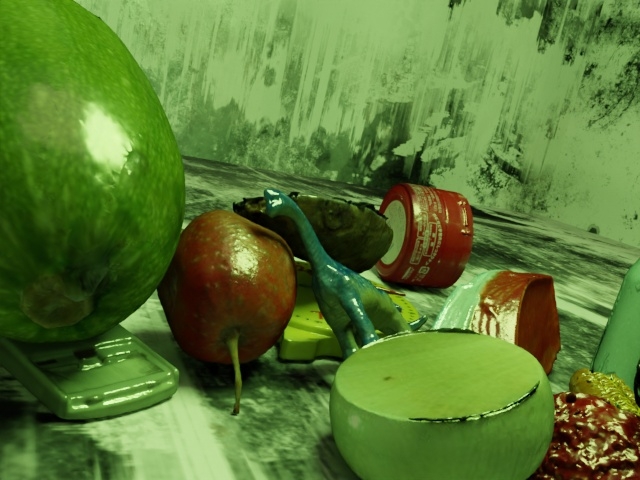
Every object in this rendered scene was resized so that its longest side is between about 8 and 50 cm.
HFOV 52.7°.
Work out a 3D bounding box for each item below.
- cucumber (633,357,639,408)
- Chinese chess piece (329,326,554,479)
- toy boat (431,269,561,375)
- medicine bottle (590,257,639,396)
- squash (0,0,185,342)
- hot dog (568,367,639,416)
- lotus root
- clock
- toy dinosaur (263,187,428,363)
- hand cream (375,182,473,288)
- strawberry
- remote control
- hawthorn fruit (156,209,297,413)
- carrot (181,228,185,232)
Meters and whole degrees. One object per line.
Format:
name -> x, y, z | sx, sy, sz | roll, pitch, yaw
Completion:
cucumber -> 0.365, 0.164, 0.498 | 0.245, 0.067, 0.067 | 26, 17, 33
Chinese chess piece -> 0.101, 0.143, 0.556 | 0.189, 0.083, 0.188 | -5, 14, 1
toy boat -> 0.204, 0.110, 0.798 | 0.133, 0.145, 0.332 | -7, -1, 27
medicine bottle -> 0.525, 0.085, 0.854 | 0.245, 0.289, 0.245 | 12, 11, -2
squash -> -0.238, -0.060, 0.574 | 0.310, 0.310, 0.309 | 3, 19, -39
hot dog -> 0.337, 0.193, 0.744 | 0.071, 0.045, 0.165 | 15, 11, 3
lotus root -> 0.000, 0.000, 0.837 | 0.167, 0.078, 0.329 | -6, -10, 22
clock -> 0.003, 0.077, 0.888 | 0.277, 0.071, 0.293 | 5, 14, -34
toy dinosaur -> 0.035, 0.041, 0.724 | 0.075, 0.188, 0.248 | -28, -18, 29
hand cream -> 0.185, -0.008, 1.203 | 0.126, 0.193, 0.193 | 10, 12, -17
strawberry -> 0.254, 0.193, 0.570 | 0.141, 0.085, 0.192 | 13, 13, -9
remote control -> -0.264, 0.093, 0.631 | 0.285, 0.038, 0.123 | 23, 17, 36
hawthorn fruit -> -0.093, 0.063, 0.656 | 0.163, 0.162, 0.203 | 9, 20, -15
carrot -> -0.263, -0.005, 1.030 | 0.343, 0.070, 0.070 | 13, 11, -4
